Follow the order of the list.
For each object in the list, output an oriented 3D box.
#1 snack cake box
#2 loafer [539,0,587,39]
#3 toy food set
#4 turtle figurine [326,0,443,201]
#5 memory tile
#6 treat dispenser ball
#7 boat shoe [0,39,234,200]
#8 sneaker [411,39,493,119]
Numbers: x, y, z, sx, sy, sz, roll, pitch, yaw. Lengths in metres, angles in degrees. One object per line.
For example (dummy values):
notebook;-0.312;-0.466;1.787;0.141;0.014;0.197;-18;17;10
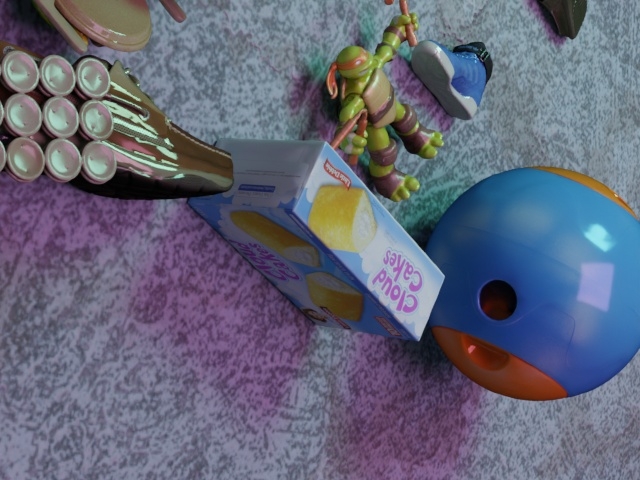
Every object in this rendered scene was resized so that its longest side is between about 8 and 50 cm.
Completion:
snack cake box;0.000;0.000;1.578;0.264;0.152;0.089;45;60;-42
loafer;0.334;-0.337;2.041;0.056;0.050;0.148;-60;150;-24
toy food set;-0.212;-0.221;1.353;0.132;0.038;0.192;52;31;4
turtle figurine;0.058;-0.145;1.689;0.217;0.087;0.270;59;41;-45
memory tile;-0.236;-0.103;1.235;0.148;0.012;0.113;2;78;-43
treat dispenser ball;0.266;0.052;1.798;0.288;0.288;0.288;-6;97;-50
boat shoe;-0.202;-0.110;1.349;0.324;0.122;0.120;13;77;-50
sneaker;0.167;-0.224;1.835;0.152;0.058;0.085;46;64;-47
